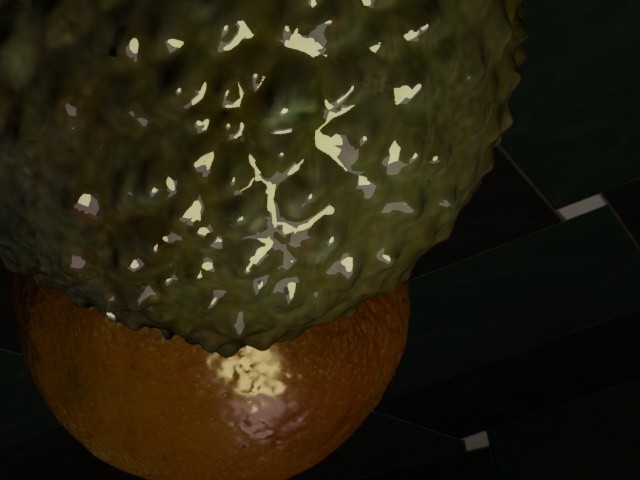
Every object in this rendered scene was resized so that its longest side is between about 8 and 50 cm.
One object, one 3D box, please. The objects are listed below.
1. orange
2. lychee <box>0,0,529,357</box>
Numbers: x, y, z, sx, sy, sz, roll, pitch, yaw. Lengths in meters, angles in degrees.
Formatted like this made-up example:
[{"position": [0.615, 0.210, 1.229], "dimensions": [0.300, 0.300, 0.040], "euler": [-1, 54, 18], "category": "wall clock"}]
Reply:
[{"position": [-0.078, 0.041, 0.920], "dimensions": [0.264, 0.264, 0.264], "euler": [-14, 161, -5], "category": "orange"}, {"position": [-0.040, -0.089, 0.571], "dimensions": [0.255, 0.255, 0.274], "euler": [-7, 155, -25], "category": "lychee"}]
